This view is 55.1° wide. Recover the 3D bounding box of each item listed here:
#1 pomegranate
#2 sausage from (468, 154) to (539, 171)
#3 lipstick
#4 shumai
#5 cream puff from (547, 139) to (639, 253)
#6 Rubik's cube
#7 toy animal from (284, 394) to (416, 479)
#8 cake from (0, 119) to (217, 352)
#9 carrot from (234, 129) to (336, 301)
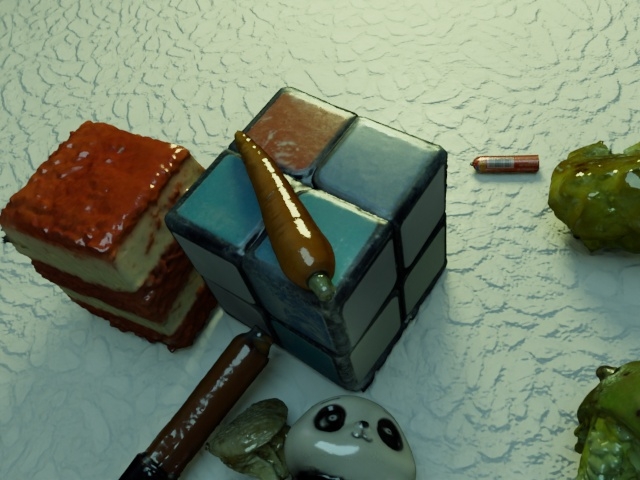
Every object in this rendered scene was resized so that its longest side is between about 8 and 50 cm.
[{"bbox_3d":[0.463,0.287,0.735,0.260,0.260,0.340,-39,63,-14],"label":"pomegranate"},{"bbox_3d":[0.352,-0.148,1.183,0.129,0.034,0.034,0,57,13],"label":"sausage"},{"bbox_3d":[-0.215,0.307,0.945,0.077,0.077,0.418,32,77,28],"label":"lipstick"},{"bbox_3d":[-0.090,0.318,0.930,0.145,0.145,0.116,-28,95,-7],"label":"shumai"},{"bbox_3d":[0.527,-0.073,1.024,0.281,0.185,0.282,-19,14,5],"label":"cream puff"},{"bbox_3d":[0.000,0.000,0.989,0.318,0.313,0.316,26,66,25],"label":"Rubik's cube"},{"bbox_3d":[0.031,0.332,0.849,0.187,0.165,0.235,19,61,-2],"label":"toy animal"},{"bbox_3d":[-0.320,-0.012,1.063,0.269,0.319,0.270,16,62,23],"label":"cake"},{"bbox_3d":[-0.053,-0.046,0.812,0.069,0.069,0.336,-25,51,-5],"label":"carrot"}]
